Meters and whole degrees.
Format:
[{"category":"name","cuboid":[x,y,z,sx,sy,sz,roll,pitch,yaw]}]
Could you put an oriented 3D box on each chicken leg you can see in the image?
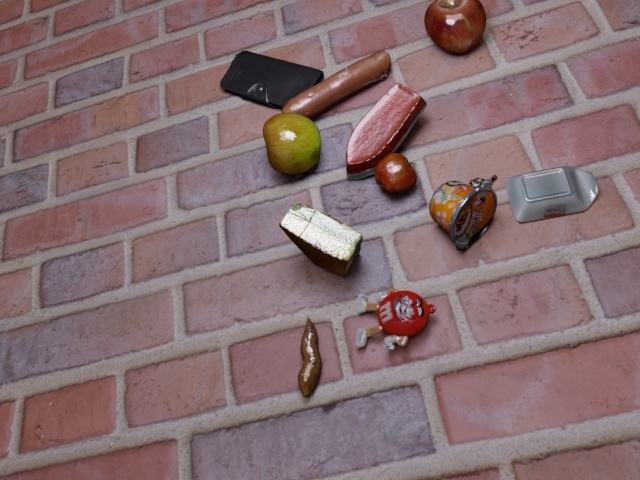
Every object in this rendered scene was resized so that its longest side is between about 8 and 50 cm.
[{"category":"chicken leg","cuboid":[0.480,-0.171,1.686,0.083,0.021,0.036,-9,52,10]}]

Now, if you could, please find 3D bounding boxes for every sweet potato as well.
[{"category":"sweet potato","cuboid":[-0.027,0.314,1.555,0.065,0.051,0.218,-4,63,16]}]

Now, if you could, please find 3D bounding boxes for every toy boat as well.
[{"category":"toy boat","cuboid":[0.190,-0.324,1.793,0.145,0.133,0.332,40,89,23]}]

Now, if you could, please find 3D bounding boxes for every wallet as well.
[{"category":"wallet","cuboid":[-0.185,-0.576,2.061,0.377,0.051,0.197,23,73,26]}]

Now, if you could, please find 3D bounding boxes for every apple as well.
[{"category":"apple","cuboid":[-0.087,-0.307,1.813,0.196,0.196,0.196,-6,62,12]},{"category":"apple","cuboid":[0.448,-0.718,1.904,0.201,0.162,0.201,-11,50,13]}]

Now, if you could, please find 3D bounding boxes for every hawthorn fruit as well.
[{"category":"hawthorn fruit","cuboid":[0.225,-0.196,1.718,0.128,0.128,0.128,-6,62,12]}]

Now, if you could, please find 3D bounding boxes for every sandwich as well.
[{"category":"sandwich","cuboid":[0.000,0.000,1.634,0.220,0.186,0.108,29,73,8]}]

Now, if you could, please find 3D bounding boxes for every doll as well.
[{"category":"doll","cuboid":[0.198,0.206,1.534,0.217,0.085,0.183,-8,60,22]}]

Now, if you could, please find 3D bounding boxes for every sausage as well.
[{"category":"sausage","cuboid":[0.061,-0.514,1.922,0.419,0.094,0.094,-30,86,-7]}]

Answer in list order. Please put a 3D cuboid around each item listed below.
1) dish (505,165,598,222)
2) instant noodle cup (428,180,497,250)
[{"category":"dish","cuboid":[0.650,-0.147,1.603,0.234,0.064,0.154,-10,61,9]},{"category":"instant noodle cup","cuboid":[0.386,-0.090,1.598,0.125,0.177,0.208,39,109,43]}]
